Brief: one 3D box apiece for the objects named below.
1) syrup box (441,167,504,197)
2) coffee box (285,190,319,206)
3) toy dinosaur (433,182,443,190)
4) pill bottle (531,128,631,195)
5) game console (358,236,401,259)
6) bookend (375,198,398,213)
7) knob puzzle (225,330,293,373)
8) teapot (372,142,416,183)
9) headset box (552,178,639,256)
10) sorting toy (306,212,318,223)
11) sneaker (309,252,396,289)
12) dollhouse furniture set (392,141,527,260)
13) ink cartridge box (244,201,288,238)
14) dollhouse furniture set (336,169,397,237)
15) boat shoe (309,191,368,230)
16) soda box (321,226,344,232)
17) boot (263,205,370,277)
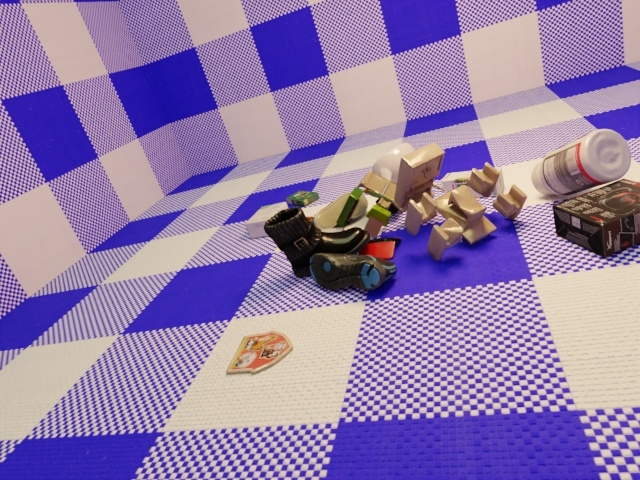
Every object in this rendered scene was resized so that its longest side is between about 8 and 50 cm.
[{"bbox_3d":[0.649,-0.240,2.005,0.236,0.093,0.096,-2,28,35],"label":"syrup box"},{"bbox_3d":[-0.103,-0.236,2.640,0.113,0.041,0.184,-33,26,-29],"label":"coffee box"},{"bbox_3d":[0.433,-0.265,2.195,0.268,0.118,0.064,-7,35,28],"label":"toy dinosaur"},{"bbox_3d":[0.891,-0.256,1.650,0.176,0.176,0.318,-24,-2,-12],"label":"pill bottle"},{"bbox_3d":[0.229,0.035,1.807,0.143,0.085,0.124,-5,-5,28],"label":"game console"},{"bbox_3d":[0.358,-0.179,2.117,0.156,0.072,0.157,6,33,44],"label":"bookend"},{"bbox_3d":[-0.176,0.329,1.429,0.213,0.030,0.213,-16,23,7],"label":"knob puzzle"},{"bbox_3d":[0.401,-0.355,2.357,0.256,0.187,0.252,-34,-7,6],"label":"teapot"},{"bbox_3d":[0.906,-0.081,1.426,0.293,0.110,0.218,-21,22,-5],"label":"headset box"},{"bbox_3d":[-0.102,-0.072,2.261,0.132,0.046,0.274,-1,29,36],"label":"sorting toy"},{"bbox_3d":[0.105,0.108,1.645,0.340,0.125,0.139,8,13,42],"label":"sneaker"},{"bbox_3d":[0.461,-0.128,1.746,0.362,0.257,0.394,-27,58,-17],"label":"dollhouse furniture set"},{"bbox_3d":[-0.265,-0.104,2.399,0.154,0.093,0.212,-9,23,24],"label":"ink cartridge box"},{"bbox_3d":[0.225,-0.153,2.019,0.197,0.151,0.301,28,37,6],"label":"dollhouse furniture set"},{"bbox_3d":[0.078,-0.118,2.144,0.340,0.127,0.113,-36,3,-37],"label":"boat shoe"},{"bbox_3d":[0.000,0.000,1.990,0.216,0.069,0.074,-7,25,24],"label":"soda box"},{"bbox_3d":[-0.011,-0.028,1.761,0.347,0.260,0.131,-25,23,7],"label":"boot"}]
